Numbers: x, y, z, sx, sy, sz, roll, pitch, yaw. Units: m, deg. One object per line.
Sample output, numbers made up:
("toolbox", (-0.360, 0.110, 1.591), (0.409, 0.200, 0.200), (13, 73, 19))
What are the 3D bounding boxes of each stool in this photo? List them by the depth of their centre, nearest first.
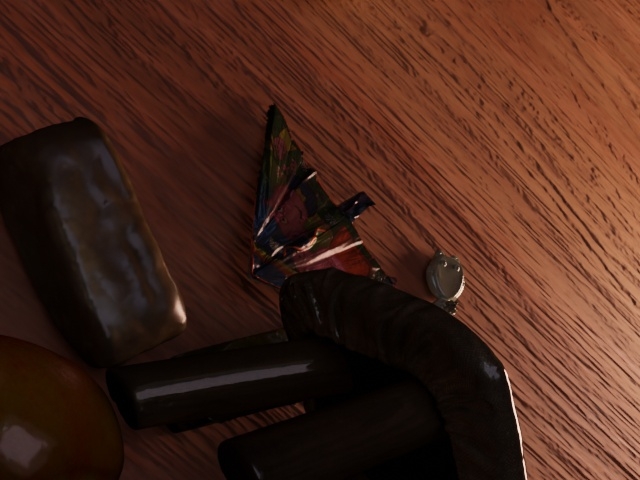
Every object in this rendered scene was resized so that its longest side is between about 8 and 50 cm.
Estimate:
("stool", (0.004, 0.211, 0.909), (0.226, 0.310, 0.310), (-24, 111, -28))

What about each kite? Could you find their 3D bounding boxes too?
("kite", (0.000, 0.000, 1.178), (0.321, 0.016, 0.234), (55, 41, 3))

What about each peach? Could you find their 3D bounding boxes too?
("peach", (-0.270, 0.163, 0.904), (0.197, 0.197, 0.197), (10, 71, -30))

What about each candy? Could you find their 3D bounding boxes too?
("candy", (-0.217, 0.003, 1.025), (0.104, 0.102, 0.234), (-23, 91, -35))

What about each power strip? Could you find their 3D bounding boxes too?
("power strip", (0.150, 0.051, 1.282), (0.055, 0.035, 0.083), (19, 64, -26))

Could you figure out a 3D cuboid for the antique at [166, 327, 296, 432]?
("antique", (-0.059, 0.132, 1.097), (0.221, 0.081, 0.080), (-10, 80, -34))
